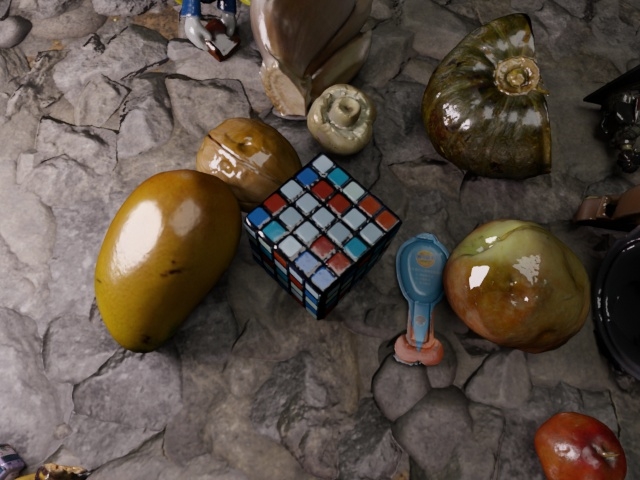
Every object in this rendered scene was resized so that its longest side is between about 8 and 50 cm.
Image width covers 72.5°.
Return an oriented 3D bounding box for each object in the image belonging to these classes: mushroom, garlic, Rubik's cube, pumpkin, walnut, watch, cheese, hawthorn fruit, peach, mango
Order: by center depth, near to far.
[{"bbox_3d":[0.406,0.331,0.667,0.125,0.140,0.125,9,74,-34],"label":"hawthorn fruit"},{"bbox_3d":[0.600,0.075,0.710,0.315,0.335,0.326,8,86,-6],"label":"watch"},{"bbox_3d":[0.325,0.086,0.716,0.214,0.214,0.235,-44,97,-18],"label":"peach"},{"bbox_3d":[-0.256,0.028,0.719,0.212,0.173,0.317,29,91,23],"label":"mango"},{"bbox_3d":[0.000,0.000,0.747,0.184,0.182,0.187,41,72,12],"label":"Rubik's cube"},{"bbox_3d":[0.185,0.100,0.795,0.106,0.037,0.255,9,69,2],"label":"cheese"},{"bbox_3d":[-0.131,-0.138,0.812,0.207,0.167,0.167,35,70,13],"label":"walnut"},{"bbox_3d":[0.328,-0.267,0.886,0.233,0.242,0.324,-8,70,26],"label":"pumpkin"},{"bbox_3d":[0.044,-0.244,0.887,0.148,0.112,0.147,4,71,-11],"label":"mushroom"},{"bbox_3d":[-0.025,-0.435,0.908,0.132,0.279,0.324,17,72,42],"label":"garlic"}]

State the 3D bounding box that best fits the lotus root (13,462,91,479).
[{"bbox_3d":[-0.388,0.413,0.580,0.155,0.140,0.256,25,78,-7],"label":"lotus root"}]

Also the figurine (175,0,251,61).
[{"bbox_3d":[-0.243,-0.532,0.913,0.205,0.339,0.283,-27,109,-45],"label":"figurine"}]

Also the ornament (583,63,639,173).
[{"bbox_3d":[0.665,-0.229,0.911,0.154,0.166,0.195,9,79,-10],"label":"ornament"}]

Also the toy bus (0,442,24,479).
[{"bbox_3d":[-0.496,0.360,0.642,0.058,0.052,0.102,34,72,8],"label":"toy bus"}]
